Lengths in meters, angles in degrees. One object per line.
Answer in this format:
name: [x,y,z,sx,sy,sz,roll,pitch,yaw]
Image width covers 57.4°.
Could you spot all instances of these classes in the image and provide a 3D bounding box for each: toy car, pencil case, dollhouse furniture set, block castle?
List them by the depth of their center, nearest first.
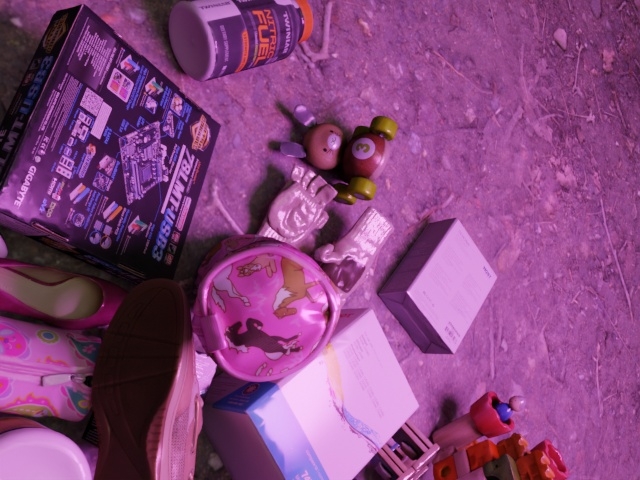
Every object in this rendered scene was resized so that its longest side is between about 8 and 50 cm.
pencil case: [-0.409,0.149,0.720,0.284,0.124,0.124,22,69,-31]
pencil case: [-0.090,0.071,0.807,0.160,0.386,0.167,37,85,-10]
block castle: [0.391,0.524,1.067,0.303,0.213,0.453,41,25,-22]
dollhouse furniture set: [0.110,0.403,1.070,0.129,0.184,0.129,-31,60,-26]
toy car: [0.023,-0.176,1.098,0.188,0.149,0.155,24,78,-19]

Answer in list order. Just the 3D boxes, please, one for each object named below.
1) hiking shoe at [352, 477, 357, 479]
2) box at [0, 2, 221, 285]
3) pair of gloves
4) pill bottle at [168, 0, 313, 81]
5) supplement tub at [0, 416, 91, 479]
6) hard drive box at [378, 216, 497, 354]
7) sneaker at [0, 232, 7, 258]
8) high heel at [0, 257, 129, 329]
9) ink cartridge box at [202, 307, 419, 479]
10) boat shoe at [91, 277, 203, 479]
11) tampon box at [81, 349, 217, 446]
hiking shoe: [-0.020,0.487,0.985,0.227,0.086,0.114,-24,110,-32]
box: [-0.289,-0.115,0.825,0.293,0.073,0.296,39,60,-53]
pair of gloves: [0.000,0.000,1.068,0.240,0.042,0.204,31,88,-22]
pill bottle: [-0.127,-0.367,1.016,0.245,0.130,0.130,-30,100,-36]
supplement tub: [-0.362,0.284,0.679,0.144,0.199,0.144,8,77,-35]
hard drive box: [0.256,0.096,1.243,0.181,0.089,0.232,53,57,-18]
sneaker: [-0.508,-0.058,0.685,0.118,0.110,0.292,-51,127,-14]
high heel: [-0.344,0.068,0.777,0.244,0.117,0.082,22,66,-38]
ink cartridge box: [-0.023,0.260,0.937,0.270,0.198,0.197,-34,102,-35]
boat shoe: [-0.212,0.221,0.743,0.110,0.121,0.341,33,60,-68]
tampon box: [-0.243,0.226,0.840,0.120,0.101,0.161,29,66,-28]
